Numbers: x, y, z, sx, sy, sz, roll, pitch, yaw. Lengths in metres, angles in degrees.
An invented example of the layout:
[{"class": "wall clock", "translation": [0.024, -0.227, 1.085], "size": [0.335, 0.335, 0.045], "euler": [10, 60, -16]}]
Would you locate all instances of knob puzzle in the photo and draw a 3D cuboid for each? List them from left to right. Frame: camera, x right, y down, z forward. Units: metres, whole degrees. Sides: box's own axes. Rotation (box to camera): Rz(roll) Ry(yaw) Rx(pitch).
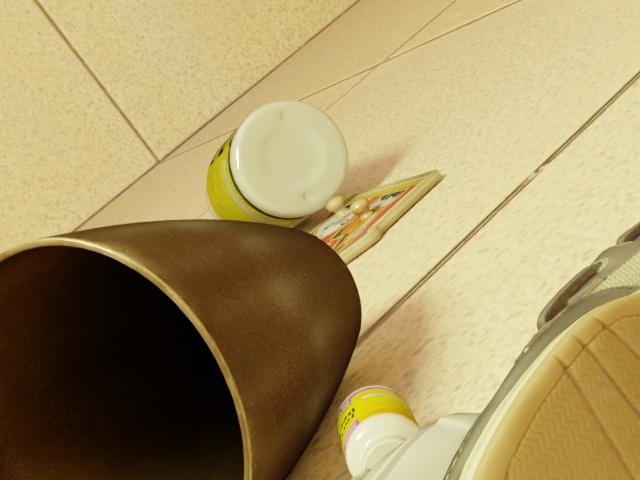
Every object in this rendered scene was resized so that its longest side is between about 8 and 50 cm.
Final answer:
[{"class": "knob puzzle", "translation": [0.000, 0.000, 1.361], "size": [0.213, 0.030, 0.213], "euler": [-35, 12, 8]}]

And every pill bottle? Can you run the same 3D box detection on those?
[{"class": "pill bottle", "translation": [-0.053, -0.066, 1.533], "size": [0.119, 0.119, 0.208], "euler": [-40, 3, -17]}, {"class": "pill bottle", "translation": [0.033, 0.108, 0.785], "size": [0.043, 0.043, 0.083], "euler": [-37, 11, 2]}]

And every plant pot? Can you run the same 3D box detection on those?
[{"class": "plant pot", "translation": [-0.075, 0.071, 0.925], "size": [0.215, 0.215, 0.230], "euler": [-29, 0, 34]}]

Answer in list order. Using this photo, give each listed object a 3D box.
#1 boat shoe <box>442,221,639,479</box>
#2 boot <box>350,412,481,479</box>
[{"class": "boat shoe", "translation": [0.128, 0.056, 0.581], "size": [0.285, 0.103, 0.092], "euler": [-41, 6, -40]}, {"class": "boot", "translation": [-0.014, 0.120, 0.544], "size": [0.123, 0.095, 0.258], "euler": [3, 8, 22]}]
